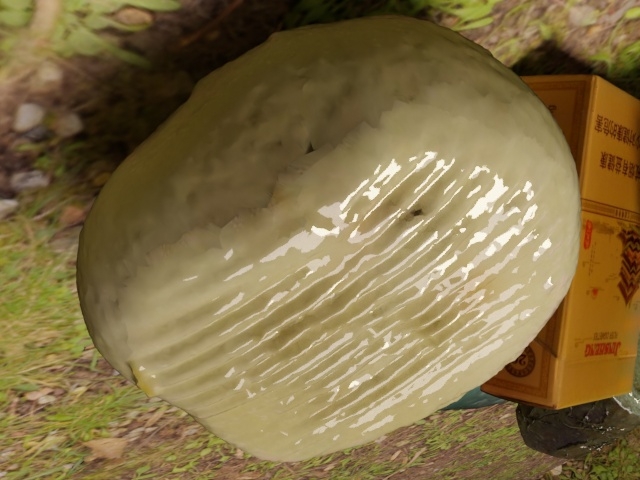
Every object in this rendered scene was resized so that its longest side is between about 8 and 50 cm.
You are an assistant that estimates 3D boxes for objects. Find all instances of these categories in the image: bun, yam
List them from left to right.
[{"bbox_3d":[0.000,0.000,0.579,0.361,0.213,0.361,-12,134,-12],"label":"bun"},{"bbox_3d":[0.505,0.298,1.481,0.203,0.201,0.271,-4,152,-30],"label":"yam"}]

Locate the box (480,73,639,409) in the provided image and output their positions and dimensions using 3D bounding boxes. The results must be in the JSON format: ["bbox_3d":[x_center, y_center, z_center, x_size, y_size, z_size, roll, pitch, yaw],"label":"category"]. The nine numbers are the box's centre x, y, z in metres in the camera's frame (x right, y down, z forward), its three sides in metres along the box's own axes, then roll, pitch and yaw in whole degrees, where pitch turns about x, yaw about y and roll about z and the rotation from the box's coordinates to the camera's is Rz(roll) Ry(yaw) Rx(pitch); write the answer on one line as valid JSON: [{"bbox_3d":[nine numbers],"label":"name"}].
[{"bbox_3d":[0.231,0.004,0.699,0.076,0.273,0.174,8,-179,43],"label":"box"}]

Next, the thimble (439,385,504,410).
[{"bbox_3d":[0.112,0.075,0.812,0.143,0.235,0.198,12,92,-48],"label":"thimble"}]
